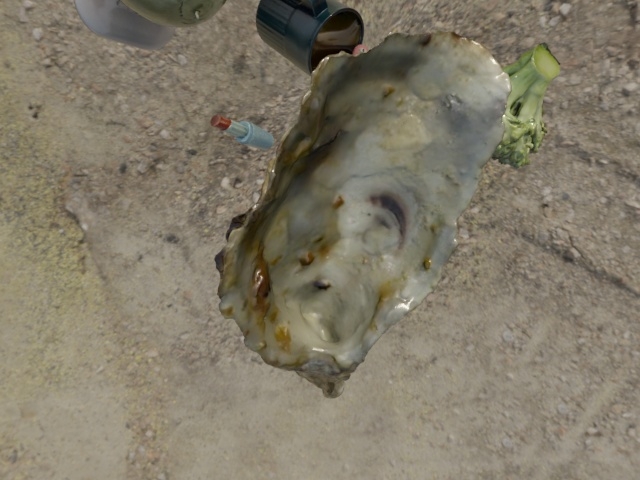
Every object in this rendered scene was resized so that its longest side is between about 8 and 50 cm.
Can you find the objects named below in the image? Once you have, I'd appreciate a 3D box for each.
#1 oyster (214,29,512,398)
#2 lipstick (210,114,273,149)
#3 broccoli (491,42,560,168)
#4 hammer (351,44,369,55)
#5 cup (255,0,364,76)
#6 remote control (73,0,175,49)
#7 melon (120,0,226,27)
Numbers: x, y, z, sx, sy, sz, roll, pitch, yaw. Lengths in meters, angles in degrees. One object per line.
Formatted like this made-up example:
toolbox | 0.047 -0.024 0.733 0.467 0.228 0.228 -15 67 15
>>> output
oyster | 0.002 0.001 0.426 0.204 0.111 0.396 10 116 -28
lipstick | -0.231 -0.322 1.408 0.061 0.274 0.068 10 92 25
broccoli | 0.419 -0.293 1.043 0.247 0.288 0.245 56 140 9
hammer | 0.082 -0.383 1.001 0.043 0.083 0.043 8 133 9
cup | -0.059 -0.698 1.545 0.292 0.308 0.242 43 111 27
remote control | -0.617 -0.746 1.530 0.104 0.332 0.221 18 103 40
melon | -0.326 -0.593 0.989 0.269 0.268 0.330 -35 83 14
